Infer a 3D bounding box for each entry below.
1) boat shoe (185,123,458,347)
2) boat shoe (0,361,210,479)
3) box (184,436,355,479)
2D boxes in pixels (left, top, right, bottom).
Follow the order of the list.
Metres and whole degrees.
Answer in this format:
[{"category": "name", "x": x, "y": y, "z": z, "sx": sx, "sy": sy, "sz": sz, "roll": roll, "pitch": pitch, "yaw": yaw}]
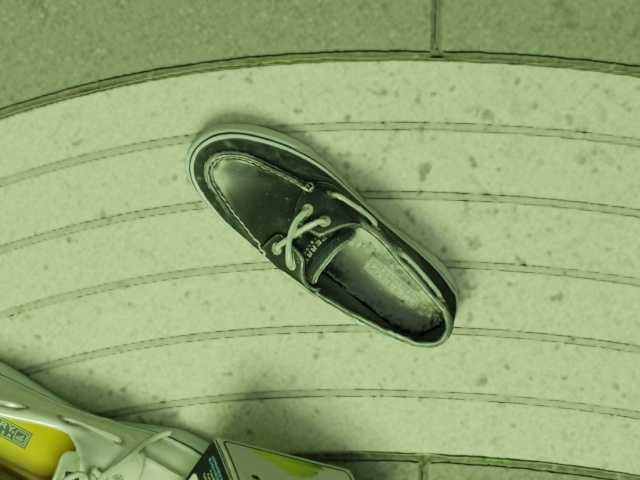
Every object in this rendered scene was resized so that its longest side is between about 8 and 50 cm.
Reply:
[{"category": "boat shoe", "x": 0.000, "y": 0.000, "z": 1.331, "sx": 0.301, "sy": 0.102, "sz": 0.108, "roll": 38, "pitch": 104, "yaw": -5}, {"category": "boat shoe", "x": -0.233, "y": 0.228, "z": 1.376, "sx": 0.367, "sy": 0.156, "sz": 0.136, "roll": 27, "pitch": 105, "yaw": -4}, {"category": "box", "x": -0.094, "y": 0.334, "z": 1.372, "sx": 0.169, "sy": 0.087, "sz": 0.290, "roll": 19, "pitch": 117, "yaw": -33}]
